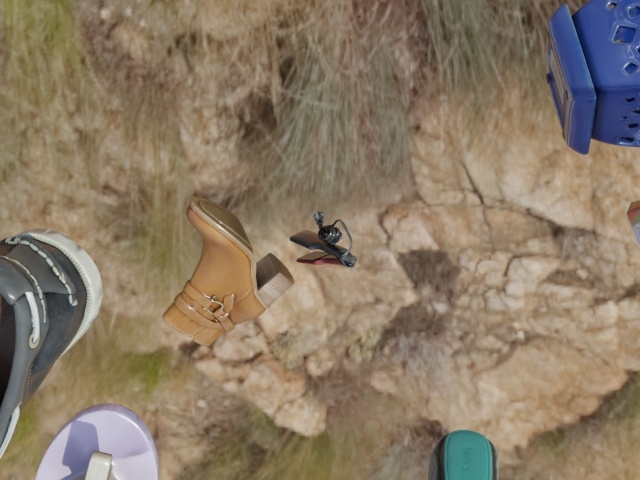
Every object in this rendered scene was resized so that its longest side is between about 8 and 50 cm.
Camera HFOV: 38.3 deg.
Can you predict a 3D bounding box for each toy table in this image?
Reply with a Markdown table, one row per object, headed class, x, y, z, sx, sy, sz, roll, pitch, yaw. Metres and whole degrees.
| class | x | y | z | sx | sy | sz | roll | pitch | yaw |
| --- | --- | --- | --- | --- | --- | --- | --- | --- | --- |
| toy table | -0.318 | 0.381 | 1.269 | 0.252 | 0.161 | 0.274 | 3 | 104 | -5 |

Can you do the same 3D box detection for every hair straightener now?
| class | x | y | z | sx | sy | sz | roll | pitch | yaw |
| --- | --- | --- | --- | --- | --- | --- | --- | --- | --- |
| hair straightener | 0.000 | 0.000 | 1.469 | 0.047 | 0.230 | 0.089 | -21 | 101 | -15 |

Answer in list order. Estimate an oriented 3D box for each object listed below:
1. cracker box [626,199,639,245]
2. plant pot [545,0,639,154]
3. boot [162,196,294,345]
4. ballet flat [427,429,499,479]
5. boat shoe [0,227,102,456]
| class | x | y | z | sx | sy | sz | roll | pitch | yaw |
| --- | --- | --- | --- | --- | --- | --- | --- | --- | --- |
| cracker box | 0.761 | 0.010 | 1.930 | 0.155 | 0.067 | 0.232 | -18 | 104 | 34 |
| plant pot | 0.520 | -0.299 | 1.629 | 0.212 | 0.236 | 0.236 | -12 | 156 | 8 |
| boot | -0.207 | 0.064 | 1.669 | 0.220 | 0.109 | 0.283 | -37 | 135 | 9 |
| ballet flat | 0.112 | 0.234 | 0.720 | 0.072 | 0.213 | 0.068 | 8 | 117 | 7 |
| boat shoe | -0.198 | 0.096 | 0.452 | 0.084 | 0.079 | 0.233 | 36 | 102 | -5 |
